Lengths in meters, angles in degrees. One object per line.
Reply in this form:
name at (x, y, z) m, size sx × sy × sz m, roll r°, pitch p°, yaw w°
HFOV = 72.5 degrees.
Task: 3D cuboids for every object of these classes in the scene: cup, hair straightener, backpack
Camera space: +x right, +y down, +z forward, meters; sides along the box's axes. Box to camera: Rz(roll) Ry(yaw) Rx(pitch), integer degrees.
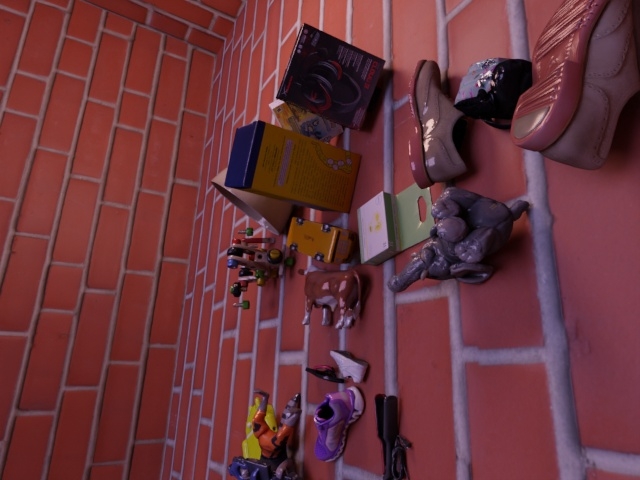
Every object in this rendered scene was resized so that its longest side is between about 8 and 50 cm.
cup at (-0.218, -0.211, 1.687) m, size 0.237 × 0.331 × 0.331 m, roll -53°, pitch 28°, yaw -9°
hair straightener at (0.161, 0.468, 0.983) m, size 0.089 × 0.047 × 0.230 m, roll -24°, pitch 59°, yaw 56°
backpack at (0.353, -0.294, 0.862) m, size 0.115 × 0.152 × 0.182 m, roll -67°, pitch 18°, yaw 6°

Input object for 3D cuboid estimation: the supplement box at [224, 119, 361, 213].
supplement box at (-0.086, -0.219, 1.360) m, size 0.194 × 0.357 × 0.195 m, roll 13°, pitch 90°, yaw 60°

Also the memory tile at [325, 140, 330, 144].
memory tile at (-0.005, -0.313, 1.609) m, size 0.148 × 0.012 × 0.113 m, roll -34°, pitch 51°, yaw 50°

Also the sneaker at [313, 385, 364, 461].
sneaker at (0.022, 0.488, 1.163) m, size 0.095 × 0.105 × 0.236 m, roll 49°, pitch 123°, yaw 54°

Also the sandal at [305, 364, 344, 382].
sandal at (0.009, 0.380, 1.270) m, size 0.179 × 0.067 × 0.040 m, roll -8°, pitch 61°, yaw 62°

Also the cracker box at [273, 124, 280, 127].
cracker box at (-0.219, -0.374, 1.951) m, size 0.156 × 0.067 × 0.232 m, roll -25°, pitch 57°, yaw 56°

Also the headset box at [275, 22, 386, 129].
headset box at (0.041, -0.477, 1.314) m, size 0.110 × 0.293 × 0.218 m, roll -122°, pitch 53°, yaw -71°

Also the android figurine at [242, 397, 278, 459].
android figurine at (-0.211, 0.700, 1.544) m, size 0.248 × 0.056 × 0.272 m, roll -55°, pitch 38°, yaw 36°

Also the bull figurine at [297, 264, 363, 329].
bull figurine at (0.019, 0.161, 1.300) m, size 0.310 × 0.101 × 0.188 m, roll -12°, pitch 73°, yaw 61°

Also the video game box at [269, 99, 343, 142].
video game box at (-0.042, -0.401, 1.441) m, size 0.187 × 0.205 × 0.048 m, roll -32°, pitch 42°, yaw -3°

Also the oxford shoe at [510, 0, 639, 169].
oxford shoe at (0.444, -0.293, 0.718) m, size 0.396 × 0.147 × 0.140 m, roll -65°, pitch 7°, yaw -10°

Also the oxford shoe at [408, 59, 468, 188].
oxford shoe at (0.285, -0.286, 1.024) m, size 0.130 × 0.123 × 0.348 m, roll -10°, pitch 67°, yaw 31°

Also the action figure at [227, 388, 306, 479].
action figure at (-0.106, 0.656, 1.331) m, size 0.342 × 0.179 × 0.330 m, roll 6°, pitch 91°, yaw 34°

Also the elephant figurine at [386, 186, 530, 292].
elephant figurine at (0.266, 0.018, 0.881) m, size 0.169 × 0.186 × 0.239 m, roll -56°, pitch -16°, yaw -36°

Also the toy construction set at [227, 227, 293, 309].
toy construction set at (-0.217, 0.072, 1.705) m, size 0.308 × 0.237 × 0.257 m, roll -88°, pitch -4°, yaw -52°

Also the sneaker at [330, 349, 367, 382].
sneaker at (0.069, 0.340, 1.190) m, size 0.152 × 0.054 × 0.061 m, roll 13°, pitch 93°, yaw 60°

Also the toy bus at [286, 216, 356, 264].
toy bus at (0.000, 0.000, 1.359) m, size 0.333 × 0.130 × 0.108 m, roll 17°, pitch 93°, yaw 61°

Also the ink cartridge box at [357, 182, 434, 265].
ink cartridge box at (0.187, -0.051, 1.132) m, size 0.235 × 0.056 × 0.171 m, roll -37°, pitch 48°, yaw 52°
